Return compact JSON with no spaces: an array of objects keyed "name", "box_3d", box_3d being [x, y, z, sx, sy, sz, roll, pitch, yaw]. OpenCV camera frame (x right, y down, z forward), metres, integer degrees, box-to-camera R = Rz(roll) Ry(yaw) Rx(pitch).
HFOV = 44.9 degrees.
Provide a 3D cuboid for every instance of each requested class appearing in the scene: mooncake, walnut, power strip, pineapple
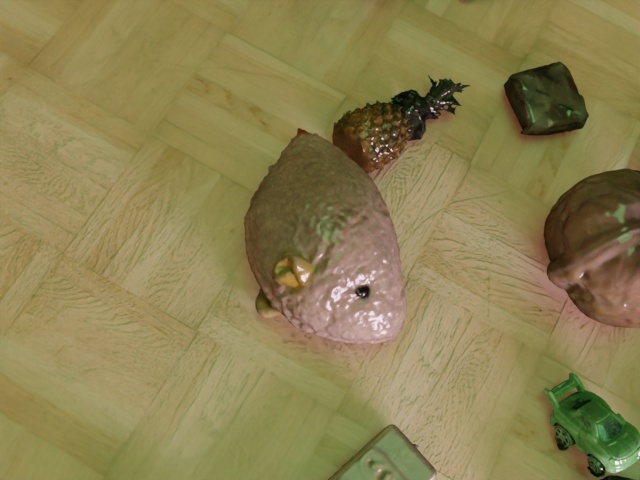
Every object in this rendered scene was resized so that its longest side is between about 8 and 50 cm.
[{"name":"mooncake","box_3d":[0.402,-0.251,1.386,0.125,0.073,0.130,-9,72,-13]},{"name":"walnut","box_3d":[0.469,0.014,1.215,0.248,0.248,0.249,2,69,-6]},{"name":"power strip","box_3d":[0.051,0.379,1.113,0.256,0.070,0.105,-39,79,-19]},{"name":"pineapple","box_3d":[0.139,-0.213,1.330,0.251,0.125,0.125,-33,76,-22]}]

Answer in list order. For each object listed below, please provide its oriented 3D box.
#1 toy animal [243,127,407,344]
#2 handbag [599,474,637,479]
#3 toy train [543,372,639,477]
[{"name":"toy animal","box_3d":[-0.003,-0.006,1.188,0.226,0.188,0.359,-13,71,-17]},{"name":"handbag","box_3d":[0.456,0.460,1.107,0.175,0.089,0.270,22,53,-6]},{"name":"toy train","box_3d":[0.413,0.280,1.173,0.099,0.081,0.149,-25,33,-17]}]
